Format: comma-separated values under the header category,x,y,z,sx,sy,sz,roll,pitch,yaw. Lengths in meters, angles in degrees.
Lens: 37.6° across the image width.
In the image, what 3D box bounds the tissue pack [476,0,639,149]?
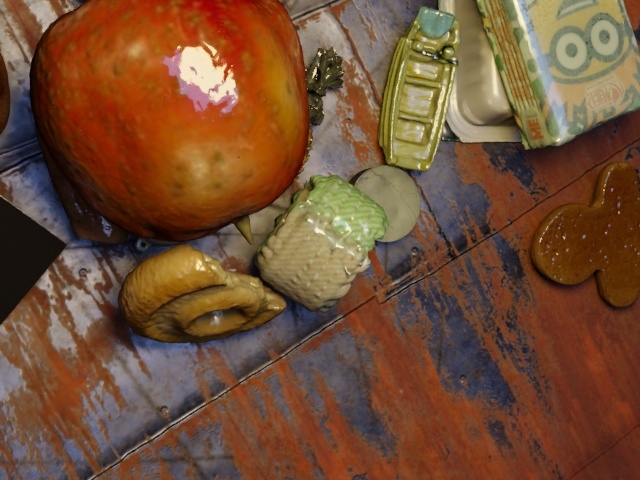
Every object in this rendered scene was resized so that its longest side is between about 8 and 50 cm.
category,x,y,z,sx,sy,sz,roll,pitch,yaw
tissue pack,0.412,-0.336,1.600,0.228,0.128,0.311,-23,99,-19

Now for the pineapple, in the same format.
category,x,y,z,sx,sy,sz,roll,pitch,yaw
pineapple,-0.035,-0.211,1.555,0.125,0.125,0.251,36,73,-16

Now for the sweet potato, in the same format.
category,x,y,z,sx,sy,sz,roll,pitch,yaw
sweet potato,-0.375,-0.103,1.441,0.097,0.097,0.252,-28,95,-18

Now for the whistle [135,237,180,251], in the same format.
category,x,y,z,sx,sy,sz,roll,pitch,yaw
whistle,-0.226,-0.095,1.508,0.126,0.067,0.258,31,77,-15

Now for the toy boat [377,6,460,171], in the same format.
category,x,y,z,sx,sy,sz,roll,pitch,yaw
toy boat,0.170,-0.261,1.641,0.111,0.084,0.276,10,93,-16

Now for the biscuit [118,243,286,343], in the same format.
category,x,y,z,sx,sy,sz,roll,pitch,yaw
biscuit,-0.189,0.098,1.439,0.274,0.213,0.091,21,48,-56

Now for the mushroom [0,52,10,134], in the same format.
category,x,y,z,sx,sy,sz,roll,pitch,yaw
mushroom,-0.549,-0.230,1.351,0.194,0.138,0.231,-1,102,8

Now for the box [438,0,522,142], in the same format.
category,x,y,z,sx,sy,sz,roll,pitch,yaw
box,0.348,-0.349,1.697,0.264,0.106,0.337,-3,90,-20

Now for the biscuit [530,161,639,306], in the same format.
category,x,y,z,sx,sy,sz,roll,pitch,yaw
biscuit,0.584,-0.017,1.804,0.432,0.064,0.283,-11,102,-18

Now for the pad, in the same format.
category,x,y,z,sx,sy,sz,roll,pitch,yaw
pad,-0.544,-0.019,1.365,0.299,0.005,0.202,38,111,-15

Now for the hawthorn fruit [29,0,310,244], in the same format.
category,x,y,z,sx,sy,sz,roll,pitch,yaw
hawthorn fruit,-0.187,-0.170,1.314,0.402,0.403,0.403,0,90,-20

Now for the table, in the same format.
category,x,y,z,sx,sy,sz,roll,pitch,yaw
table,0.106,-0.063,1.640,0.133,0.043,0.133,0,90,-20

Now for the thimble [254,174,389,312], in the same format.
category,x,y,z,sx,sy,sz,roll,pitch,yaw
thimble,0.000,0.000,1.505,0.150,0.219,0.219,35,78,-7
